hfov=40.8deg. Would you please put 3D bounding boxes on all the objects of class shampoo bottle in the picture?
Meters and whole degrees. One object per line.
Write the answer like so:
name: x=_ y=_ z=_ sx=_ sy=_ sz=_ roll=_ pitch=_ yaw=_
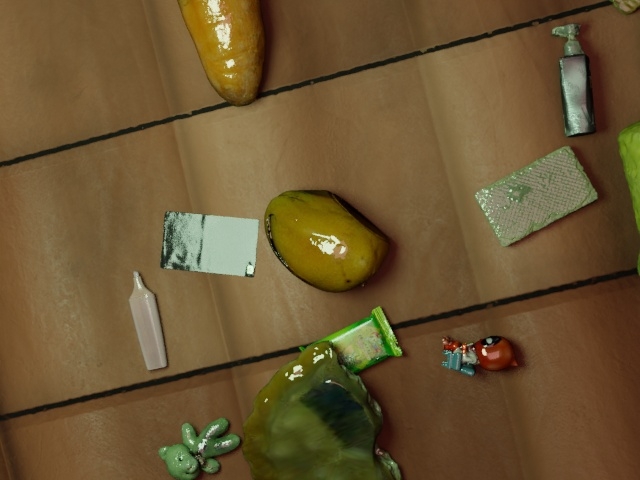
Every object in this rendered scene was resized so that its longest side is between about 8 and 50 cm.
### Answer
shampoo bottle: x=0.468 y=-0.297 z=1.589 sx=0.064 sy=0.057 sz=0.207 roll=-6 pitch=87 yaw=14

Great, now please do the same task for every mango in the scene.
mango: x=0.000 y=0.000 z=1.603 sx=0.236 sy=0.136 sz=0.166 roll=41 pitch=97 yaw=10

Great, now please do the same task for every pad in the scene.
pad: x=-0.219 y=0.007 z=1.693 sx=0.193 sy=0.004 sz=0.116 roll=6 pitch=90 yaw=7

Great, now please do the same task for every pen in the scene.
pen: x=-0.343 y=0.156 z=1.693 sx=0.053 sy=0.032 sz=0.197 roll=-12 pitch=91 yaw=7

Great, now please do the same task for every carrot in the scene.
carrot: x=-0.176 y=-0.364 z=1.622 sx=0.159 sy=0.159 sz=0.225 roll=-8 pitch=98 yaw=6

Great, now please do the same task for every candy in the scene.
candy: x=0.057 y=0.210 z=1.646 sx=0.178 sy=0.032 sz=0.102 roll=-27 pitch=89 yaw=7

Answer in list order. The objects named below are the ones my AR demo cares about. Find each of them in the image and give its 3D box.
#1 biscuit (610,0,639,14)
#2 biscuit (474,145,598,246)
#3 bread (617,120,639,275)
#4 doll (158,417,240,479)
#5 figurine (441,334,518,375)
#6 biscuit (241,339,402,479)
biscuit: x=0.546 y=-0.561 z=1.594 sx=0.172 sy=0.029 sz=0.254 roll=-41 pitch=86 yaw=5
biscuit: x=0.402 y=-0.083 z=1.604 sx=0.199 sy=0.040 sz=0.121 roll=-28 pitch=85 yaw=6
bread: x=0.671 y=-0.069 z=1.432 sx=0.348 sy=0.348 sz=0.307 roll=2 pitch=96 yaw=6
doll: x=-0.233 y=0.406 z=1.663 sx=0.150 sy=0.077 sz=0.115 roll=-36 pitch=97 yaw=-6
figurine: x=0.296 y=0.214 z=1.601 sx=0.140 sy=0.068 sz=0.075 roll=1 pitch=87 yaw=8
biscuit: x=0.024 y=0.376 z=1.618 sx=0.335 sy=0.078 sz=0.329 roll=29 pitch=103 yaw=2
